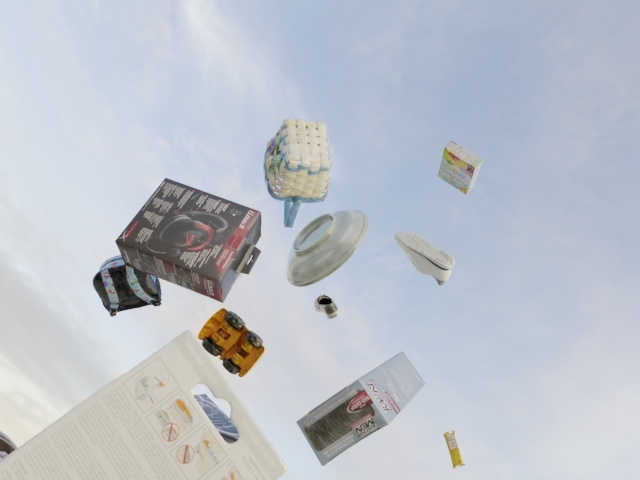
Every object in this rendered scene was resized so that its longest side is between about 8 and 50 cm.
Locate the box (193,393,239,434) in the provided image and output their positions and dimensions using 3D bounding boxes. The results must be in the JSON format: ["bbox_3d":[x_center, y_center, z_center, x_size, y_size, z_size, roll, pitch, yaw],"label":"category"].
[{"bbox_3d":[-0.584,0.811,1.780,0.472,0.480,0.297,6,-90,56],"label":"box"}]

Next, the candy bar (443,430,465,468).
[{"bbox_3d":[0.413,0.649,1.472,0.040,0.018,0.161,-18,-67,6],"label":"candy bar"}]

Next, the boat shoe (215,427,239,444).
[{"bbox_3d":[-0.344,0.630,1.468,0.302,0.114,0.091,-8,-26,20],"label":"boat shoe"}]

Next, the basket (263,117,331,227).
[{"bbox_3d":[-0.075,-0.213,1.447,0.201,0.255,0.289,2,-33,-11],"label":"basket"}]

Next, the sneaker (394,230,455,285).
[{"bbox_3d":[0.325,0.053,1.561,0.235,0.090,0.095,41,-43,35],"label":"sneaker"}]

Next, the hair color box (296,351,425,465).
[{"bbox_3d":[0.116,0.392,1.163,0.185,0.374,0.113,-40,-107,16],"label":"hair color box"}]

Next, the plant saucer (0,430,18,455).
[{"bbox_3d":[-0.773,0.448,0.970,0.310,0.050,0.310,-7,-53,-9],"label":"plant saucer"}]

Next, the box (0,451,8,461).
[{"bbox_3d":[-0.604,0.433,0.891,0.136,0.028,0.081,27,-17,27],"label":"box"}]

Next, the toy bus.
[{"bbox_3d":[-0.284,0.359,1.653,0.220,0.149,0.211,39,-7,17],"label":"toy bus"}]

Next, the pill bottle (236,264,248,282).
[{"bbox_3d":[-0.391,0.132,1.913,0.216,0.121,0.121,-29,-74,37],"label":"pill bottle"}]

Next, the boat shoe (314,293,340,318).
[{"bbox_3d":[0.021,0.259,1.976,0.070,0.078,0.219,67,-15,-13],"label":"boat shoe"}]

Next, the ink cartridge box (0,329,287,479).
[{"bbox_3d":[-0.299,0.391,0.814,0.308,0.385,0.091,51,-17,10],"label":"ink cartridge box"}]

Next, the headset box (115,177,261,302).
[{"bbox_3d":[-0.290,0.000,1.138,0.293,0.218,0.110,19,-35,7],"label":"headset box"}]

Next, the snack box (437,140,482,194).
[{"bbox_3d":[0.376,-0.194,1.291,0.100,0.037,0.141,40,-13,20],"label":"snack box"}]

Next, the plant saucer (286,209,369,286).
[{"bbox_3d":[0.000,0.000,1.844,0.400,0.400,0.100,-16,-57,45],"label":"plant saucer"}]

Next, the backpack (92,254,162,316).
[{"bbox_3d":[-0.516,0.102,1.266,0.173,0.158,0.117,87,-13,-47],"label":"backpack"}]
